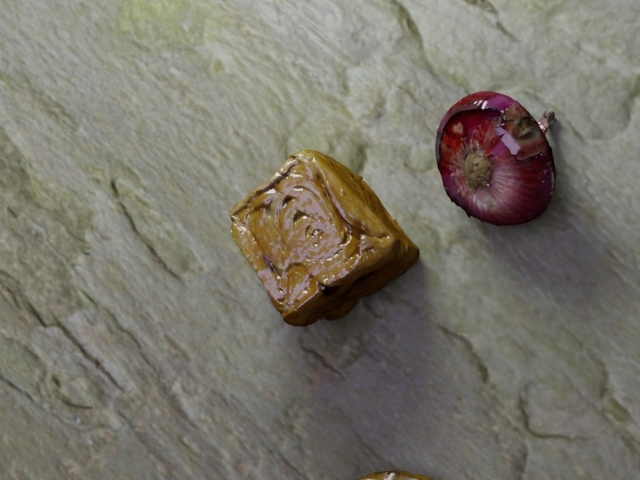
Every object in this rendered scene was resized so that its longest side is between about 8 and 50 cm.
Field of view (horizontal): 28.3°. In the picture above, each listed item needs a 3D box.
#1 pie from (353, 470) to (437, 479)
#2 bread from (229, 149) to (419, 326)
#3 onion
[{"bbox_3d":[0.072,0.379,1.340,0.274,0.069,0.273,-1,85,18],"label":"pie"},{"bbox_3d":[0.000,0.000,1.396,0.149,0.143,0.158,-43,72,9],"label":"bread"},{"bbox_3d":[0.206,-0.098,1.361,0.150,0.140,0.150,30,134,36],"label":"onion"}]
